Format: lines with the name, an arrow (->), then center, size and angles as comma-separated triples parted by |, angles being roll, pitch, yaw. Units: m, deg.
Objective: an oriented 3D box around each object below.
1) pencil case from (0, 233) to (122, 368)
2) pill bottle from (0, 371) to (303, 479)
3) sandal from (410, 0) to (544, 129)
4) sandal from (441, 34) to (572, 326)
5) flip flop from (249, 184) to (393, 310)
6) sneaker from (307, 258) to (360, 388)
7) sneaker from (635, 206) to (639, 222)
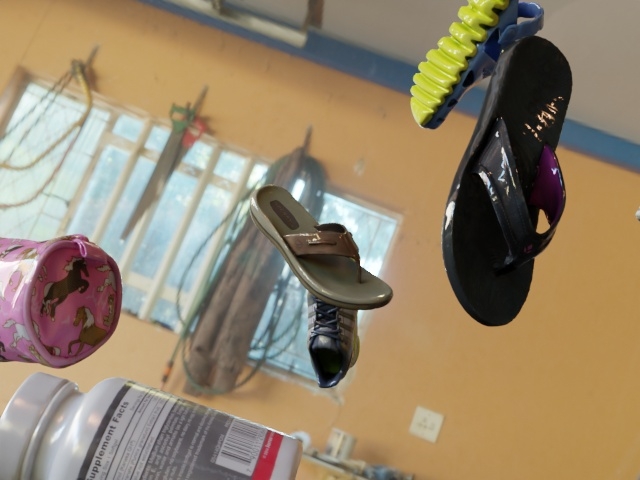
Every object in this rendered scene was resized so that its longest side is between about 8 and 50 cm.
pencil case -> -0.436, 0.069, 1.045 | 0.386, 0.160, 0.167 | 3, -65, 34
pill bottle -> -0.194, 0.259, 0.885 | 0.319, 0.176, 0.176 | 19, -12, 1
sandal -> 0.273, -0.318, 1.350 | 0.138, 0.317, 0.126 | 18, 32, -28
sandal -> 0.285, -0.098, 1.131 | 0.168, 0.445, 0.107 | 20, -13, -25
flip flop -> 0.000, 0.000, 1.178 | 0.112, 0.080, 0.277 | -17, 56, -44
sneaker -> 0.022, 0.145, 1.479 | 0.111, 0.299, 0.121 | -2, 25, 11
sneaker -> 0.558, 0.002, 0.911 | 0.410, 0.182, 0.158 | 32, -7, 37
